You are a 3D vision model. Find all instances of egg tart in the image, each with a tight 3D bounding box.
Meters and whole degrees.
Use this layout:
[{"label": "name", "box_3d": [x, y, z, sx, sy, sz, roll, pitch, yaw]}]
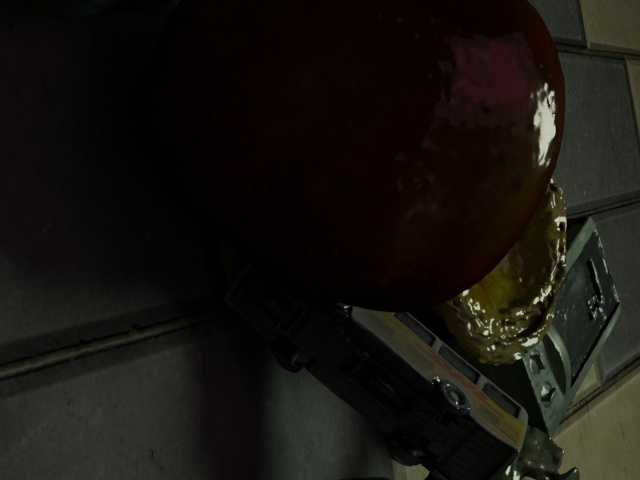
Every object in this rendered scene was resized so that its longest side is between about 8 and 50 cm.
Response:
[{"label": "egg tart", "box_3d": [0.184, 0.002, 1.601, 0.288, 0.118, 0.288, 9, 78, -47]}]

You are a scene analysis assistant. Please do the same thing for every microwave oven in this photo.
[{"label": "microwave oven", "box_3d": [0.236, 0.108, 1.823, 0.295, 0.237, 0.181, -49, 125, -46]}]

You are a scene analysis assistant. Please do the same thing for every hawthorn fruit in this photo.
[{"label": "hawthorn fruit", "box_3d": [0.041, -0.144, 1.315, 0.403, 0.402, 0.403, 31, 54, -57]}]

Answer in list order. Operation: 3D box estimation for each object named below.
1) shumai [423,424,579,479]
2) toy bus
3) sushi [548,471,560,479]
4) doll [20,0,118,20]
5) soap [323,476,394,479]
[{"label": "shumai", "box_3d": [0.197, 0.410, 1.600, 0.348, 0.395, 0.395, -88, 163, -77]}, {"label": "toy bus", "box_3d": [0.065, 0.124, 1.457, 0.342, 0.097, 0.138, 40, 27, 1]}, {"label": "sushi", "box_3d": [0.370, 0.539, 2.155, 0.294, 0.059, 0.292, 53, 37, -43]}, {"label": "doll", "box_3d": [-0.180, -0.299, 1.227, 0.177, 0.161, 0.261, 52, 33, -7]}, {"label": "soap", "box_3d": [-0.012, 0.363, 1.322, 0.089, 0.173, 0.274, 58, 34, -34]}]
